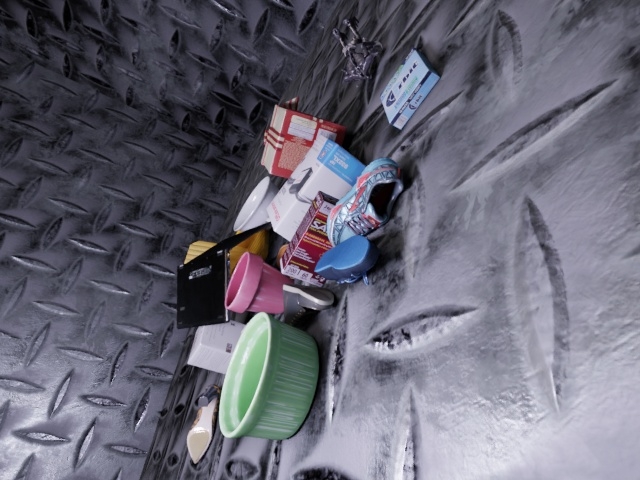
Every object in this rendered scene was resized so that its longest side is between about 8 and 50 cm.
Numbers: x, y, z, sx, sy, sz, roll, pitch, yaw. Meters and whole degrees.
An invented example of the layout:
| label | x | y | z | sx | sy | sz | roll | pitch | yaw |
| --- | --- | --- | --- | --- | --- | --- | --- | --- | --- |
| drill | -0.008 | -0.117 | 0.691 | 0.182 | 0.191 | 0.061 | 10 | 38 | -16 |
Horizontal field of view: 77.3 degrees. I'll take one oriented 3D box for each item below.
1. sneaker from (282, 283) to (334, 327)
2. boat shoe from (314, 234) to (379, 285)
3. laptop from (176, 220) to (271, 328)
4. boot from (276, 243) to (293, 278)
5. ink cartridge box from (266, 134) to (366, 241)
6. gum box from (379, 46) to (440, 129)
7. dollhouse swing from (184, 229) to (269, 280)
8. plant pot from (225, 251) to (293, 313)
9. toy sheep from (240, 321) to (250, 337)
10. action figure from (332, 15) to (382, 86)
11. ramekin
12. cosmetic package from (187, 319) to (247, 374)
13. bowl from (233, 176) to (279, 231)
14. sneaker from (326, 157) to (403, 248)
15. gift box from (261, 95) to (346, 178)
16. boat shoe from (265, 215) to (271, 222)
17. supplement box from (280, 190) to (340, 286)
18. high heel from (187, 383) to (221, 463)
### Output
| label | x | y | z | sx | sy | sz | roll | pitch | yaw |
| --- | --- | --- | --- | --- | --- | --- | --- | --- | --- |
| sneaker | -0.034 | 0.188 | 1.084 | 0.222 | 0.083 | 0.118 | 5 | 92 | 61 |
| boat shoe | 0.075 | 0.049 | 0.924 | 0.109 | 0.089 | 0.258 | -59 | 13 | -14 |
| laptop | -0.384 | 0.137 | 1.616 | 0.382 | 0.236 | 0.407 | -17 | 71 | 43 |
| boot | -0.091 | 0.072 | 1.321 | 0.197 | 0.073 | 0.152 | -53 | 26 | 35 |
| ink cartridge box | -0.021 | -0.153 | 1.233 | 0.307 | 0.129 | 0.223 | -52 | 24 | 10 |
| gum box | 0.231 | -0.407 | 1.066 | 0.157 | 0.041 | 0.184 | -53 | 26 | 34 |
| dollhouse swing | -0.448 | 0.047 | 1.903 | 0.315 | 0.305 | 0.346 | -54 | 23 | 32 |
| plant pot | -0.199 | 0.159 | 1.344 | 0.201 | 0.180 | 0.201 | -50 | 27 | 38 |
| toy sheep | -0.236 | 0.329 | 1.402 | 0.091 | 0.091 | 0.132 | -50 | 21 | 39 |
| action figure | 0.140 | -0.655 | 1.425 | 0.164 | 0.141 | 0.275 | -34 | 64 | 42 |
| ramekin | -0.129 | 0.349 | 1.019 | 0.303 | 0.148 | 0.303 | -50 | 26 | 37 |
| cosmetic package | -0.390 | 0.405 | 1.556 | 0.151 | 0.184 | 0.151 | -53 | 24 | 35 |
| bowl | -0.269 | -0.140 | 1.863 | 0.298 | 0.134 | 0.297 | -46 | 24 | 28 |
| sneaker | 0.102 | -0.070 | 0.950 | 0.261 | 0.104 | 0.125 | -59 | 24 | 22 |
| gift box | -0.055 | -0.356 | 1.434 | 0.276 | 0.255 | 0.258 | -69 | 22 | 14 |
| boat shoe | -0.159 | -0.096 | 1.673 | 0.228 | 0.079 | 0.081 | 3 | 65 | 62 |
| supplement box | 0.000 | 0.000 | 1.089 | 0.239 | 0.130 | 0.073 | -60 | 22 | 21 |
| high heel | -0.445 | 0.710 | 1.574 | 0.186 | 0.093 | 0.261 | 80 | -162 | -87 |
